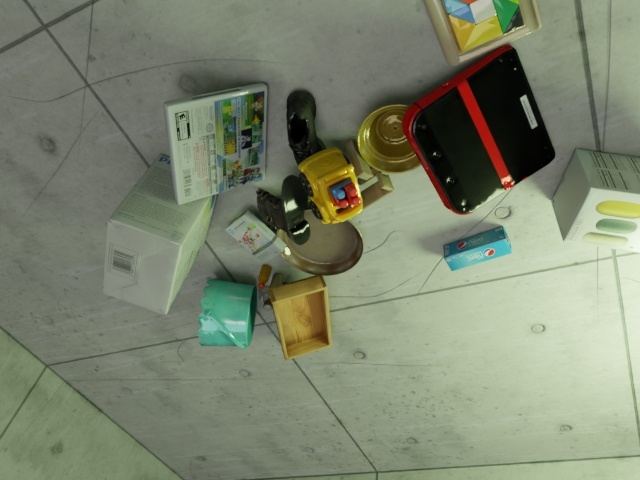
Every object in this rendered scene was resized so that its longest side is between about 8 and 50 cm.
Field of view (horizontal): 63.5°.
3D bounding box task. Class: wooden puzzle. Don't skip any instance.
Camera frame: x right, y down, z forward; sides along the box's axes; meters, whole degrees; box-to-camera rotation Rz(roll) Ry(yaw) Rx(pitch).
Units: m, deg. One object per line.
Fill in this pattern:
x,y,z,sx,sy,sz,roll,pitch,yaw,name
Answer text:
0.389,-0.560,1.254,0.239,0.044,0.220,-17,126,24,wooden puzzle

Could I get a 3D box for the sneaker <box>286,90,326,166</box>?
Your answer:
-0.051,-0.285,1.527,0.109,0.130,0.286,-6,131,15,sneaker

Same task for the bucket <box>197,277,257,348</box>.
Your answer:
-0.353,0.285,2.002,0.183,0.281,0.281,6,132,1,bucket

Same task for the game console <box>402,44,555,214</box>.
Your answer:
0.439,-0.280,1.425,0.342,0.060,0.386,-34,121,6,game console

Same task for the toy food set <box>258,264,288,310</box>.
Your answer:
-0.190,0.214,2.007,0.111,0.104,0.232,9,132,3,toy food set

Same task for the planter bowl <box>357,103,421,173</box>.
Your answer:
0.215,-0.306,1.478,0.218,0.090,0.217,4,130,4,planter bowl

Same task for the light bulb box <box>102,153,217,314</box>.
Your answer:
-0.515,-0.021,1.694,0.226,0.360,0.357,21,131,-5,light bulb box

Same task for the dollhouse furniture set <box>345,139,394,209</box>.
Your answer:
0.113,-0.195,1.564,0.123,0.143,0.151,-32,155,32,dollhouse furniture set

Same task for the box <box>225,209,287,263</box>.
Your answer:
-0.228,-0.011,1.822,0.186,0.038,0.145,45,141,-14,box

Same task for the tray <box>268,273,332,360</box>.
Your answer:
-0.071,0.305,2.007,0.203,0.076,0.410,-16,139,-9,tray

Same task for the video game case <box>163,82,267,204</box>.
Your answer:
-0.296,-0.280,1.516,0.300,0.036,0.328,-21,139,-28,video game case

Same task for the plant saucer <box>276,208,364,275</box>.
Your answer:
0.000,0.000,1.821,0.311,0.050,0.310,6,132,7,plant saucer

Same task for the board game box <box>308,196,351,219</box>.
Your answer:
0.030,-0.143,1.659,0.182,0.092,0.043,23,132,-9,board game box

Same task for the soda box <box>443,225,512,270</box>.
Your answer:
0.523,0.029,1.730,0.210,0.067,0.071,-20,125,26,soda box

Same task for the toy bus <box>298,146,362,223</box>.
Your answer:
0.055,-0.129,1.487,0.150,0.211,0.220,-27,125,-10,toy bus

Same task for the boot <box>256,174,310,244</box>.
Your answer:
-0.138,-0.116,1.660,0.229,0.091,0.262,33,140,42,boot

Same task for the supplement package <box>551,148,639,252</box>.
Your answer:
0.833,-0.109,1.459,0.263,0.198,0.199,9,132,4,supplement package
